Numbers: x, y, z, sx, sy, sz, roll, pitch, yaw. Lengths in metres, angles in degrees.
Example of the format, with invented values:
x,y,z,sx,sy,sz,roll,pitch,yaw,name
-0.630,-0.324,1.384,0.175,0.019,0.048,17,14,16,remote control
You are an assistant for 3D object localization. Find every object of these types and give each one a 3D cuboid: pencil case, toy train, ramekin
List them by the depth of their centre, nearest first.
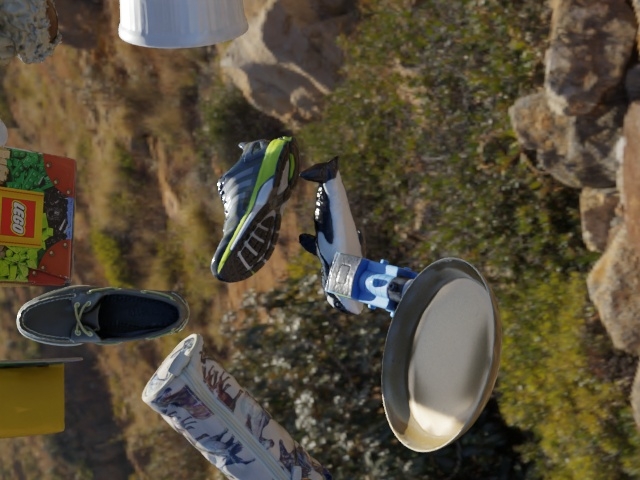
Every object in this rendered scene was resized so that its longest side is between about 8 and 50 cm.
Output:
x,y,z,sx,sy,sz,roll,pitch,yaw,name
0.097,0.069,1.227,0.184,0.105,0.080,14,87,48,toy train
-0.162,0.364,1.609,0.410,0.160,0.183,49,150,-14,pencil case
-0.294,-0.510,1.794,0.277,0.277,0.135,34,135,46,ramekin

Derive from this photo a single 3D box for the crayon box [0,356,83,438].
x,y,z,sx,sy,sz,roll,pitch,yaw,name
-0.428,0.182,0.948,0.323,0.203,0.083,-14,76,49,crayon box

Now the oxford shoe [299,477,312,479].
x,y,z,sx,sy,sz,roll,pitch,yaw,name
-0.062,0.408,1.257,0.076,0.212,0.076,-35,91,30,oxford shoe

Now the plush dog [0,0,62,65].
x,y,z,sx,sy,sz,roll,pitch,yaw,name
-0.437,-0.190,0.939,0.262,0.210,0.225,-61,-15,-75,plush dog

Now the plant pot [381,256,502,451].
x,y,z,sx,sy,sz,roll,pitch,yaw,name
0.148,0.138,1.023,0.236,0.032,0.236,-46,36,49,plant pot

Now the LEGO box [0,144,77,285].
x,y,z,sx,sy,sz,roll,pitch,yaw,name
-0.667,-0.032,1.246,0.500,0.372,0.193,-3,83,37,LEGO box

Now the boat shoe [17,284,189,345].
x,y,z,sx,sy,sz,roll,pitch,yaw,name
-0.388,0.132,1.501,0.091,0.305,0.109,153,114,-81,boat shoe

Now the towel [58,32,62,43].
x,y,z,sx,sy,sz,roll,pitch,yaw,name
-0.659,-0.505,1.609,0.237,0.037,0.329,4,137,28,towel

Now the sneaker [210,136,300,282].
x,y,z,sx,sy,sz,roll,pitch,yaw,name
-0.134,-0.058,1.529,0.121,0.111,0.300,8,61,27,sneaker

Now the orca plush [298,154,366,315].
x,y,z,sx,sy,sz,roll,pitch,yaw,name
0.000,0.000,1.437,0.102,0.151,0.287,-1,131,22,orca plush

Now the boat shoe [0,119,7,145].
x,y,z,sx,sy,sz,roll,pitch,yaw,name
-0.754,-0.287,1.715,0.088,0.267,0.096,-13,41,34,boat shoe
